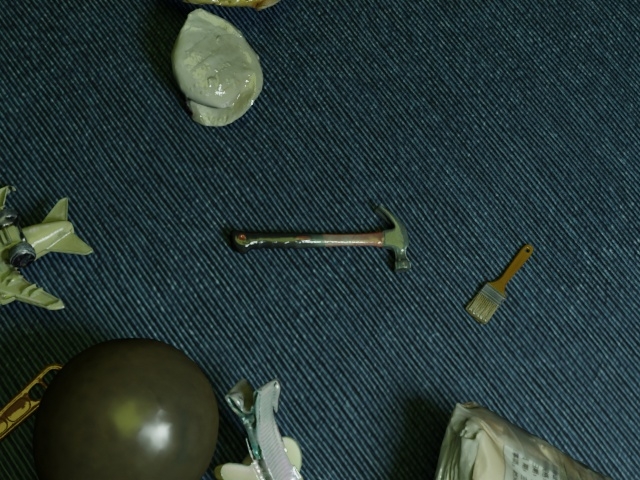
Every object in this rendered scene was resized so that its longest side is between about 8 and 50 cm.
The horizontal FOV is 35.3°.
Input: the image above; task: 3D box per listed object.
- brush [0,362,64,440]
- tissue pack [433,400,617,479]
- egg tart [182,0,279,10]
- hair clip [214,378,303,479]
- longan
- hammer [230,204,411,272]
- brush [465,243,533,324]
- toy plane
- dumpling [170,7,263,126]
[{"bbox_3d":[-0.481,0.287,1.429,0.090,0.017,0.314,43,68,8],"label":"brush"},{"bbox_3d":[0.301,0.456,1.390,0.390,0.195,0.375,30,63,-11],"label":"tissue pack"},{"bbox_3d":[-0.177,-0.530,1.736,0.341,0.129,0.341,3,70,-9],"label":"egg tart"},{"bbox_3d":[-0.081,0.305,1.414,0.159,0.071,0.218,-34,113,-47],"label":"hair clip"},{"bbox_3d":[-0.265,0.257,1.360,0.258,0.258,0.258,3,69,-8],"label":"longan"},{"bbox_3d":[0.000,0.000,1.611,0.288,0.033,0.111,-1,70,-10],"label":"hammer"},{"bbox_3d":[0.300,0.066,1.648,0.043,0.014,0.170,39,67,8],"label":"brush"},{"bbox_3d":[-0.479,0.024,1.491,0.256,0.104,0.242,-20,59,-23],"label":"toy plane"},{"bbox_3d":[-0.171,-0.283,1.658,0.150,0.092,0.176,-1,70,-7],"label":"dumpling"}]
